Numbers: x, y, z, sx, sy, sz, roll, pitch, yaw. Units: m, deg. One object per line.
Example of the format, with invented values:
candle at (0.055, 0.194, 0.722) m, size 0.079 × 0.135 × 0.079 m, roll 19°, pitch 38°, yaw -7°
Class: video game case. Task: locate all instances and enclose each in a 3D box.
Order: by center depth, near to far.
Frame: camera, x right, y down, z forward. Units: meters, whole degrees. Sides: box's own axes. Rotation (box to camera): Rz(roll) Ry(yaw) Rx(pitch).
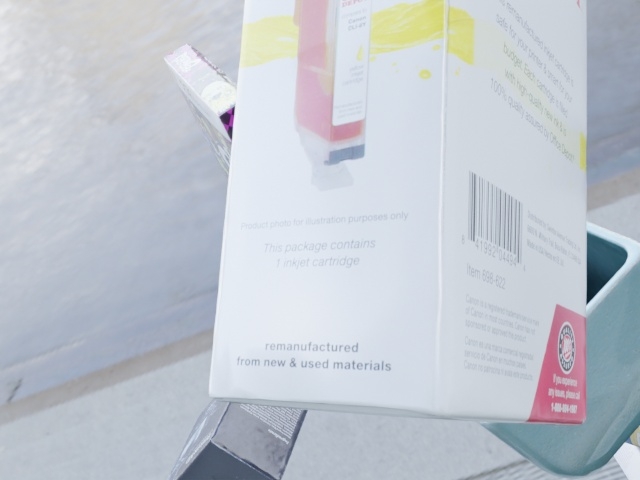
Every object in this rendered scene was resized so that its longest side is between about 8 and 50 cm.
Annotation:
video game case at (-0.086, -0.090, 0.981) m, size 0.042 × 0.232 × 0.210 m, roll -31°, pitch 36°, yaw -8°

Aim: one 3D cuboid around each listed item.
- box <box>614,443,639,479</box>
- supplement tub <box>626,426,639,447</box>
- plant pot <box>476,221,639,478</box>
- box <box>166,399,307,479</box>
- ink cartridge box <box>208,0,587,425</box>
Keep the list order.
box at (0.558, 0.314, 1.351) m, size 0.232 × 0.058 × 0.322 m, roll 6°, pitch 34°, yaw -18°
supplement tub at (0.523, 0.241, 1.201) m, size 0.200 × 0.144 × 0.144 m, roll 16°, pitch 57°, yaw 38°
plant pot at (0.270, 0.134, 1.025) m, size 0.248 × 0.252 × 0.247 m, roll -47°, pitch 30°, yaw -4°
box at (-0.098, 0.239, 1.004) m, size 0.156 × 0.093 × 0.158 m, roll -52°, pitch 8°, yaw 34°
ink cartridge box at (0.079, -0.068, 0.619) m, size 0.161 × 0.279 × 0.384 m, roll -3°, pitch 77°, yaw 32°
